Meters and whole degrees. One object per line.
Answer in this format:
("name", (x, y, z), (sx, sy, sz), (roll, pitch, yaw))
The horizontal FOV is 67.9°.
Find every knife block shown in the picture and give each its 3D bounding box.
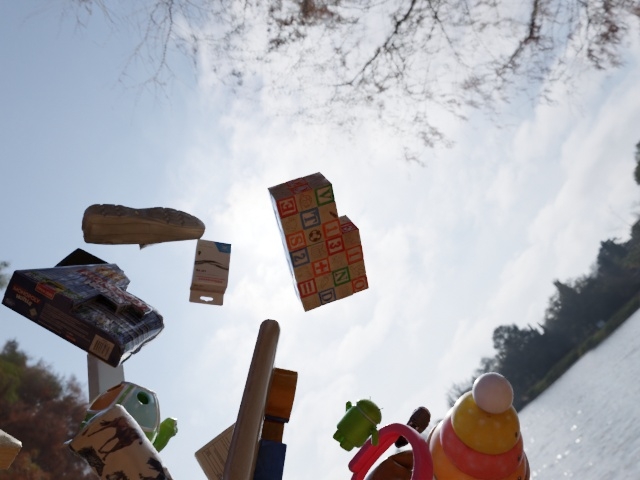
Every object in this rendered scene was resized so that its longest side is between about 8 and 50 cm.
("knife block", (-1.093, 0.627, 1.421), (0.088, 0.275, 0.242), (-57, 2, 1))

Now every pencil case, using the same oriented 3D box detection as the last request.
("pencil case", (-0.533, 0.672, 1.344), (0.183, 0.410, 0.160), (-35, 1, 11))

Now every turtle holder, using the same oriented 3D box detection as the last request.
("turtle holder", (-0.658, 0.641, 1.678), (0.243, 0.320, 0.228), (130, 162, -57))

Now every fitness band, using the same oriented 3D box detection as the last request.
("fitness band", (0.148, 0.564, 1.113), (0.054, 0.209, 0.291), (29, -73, -22))

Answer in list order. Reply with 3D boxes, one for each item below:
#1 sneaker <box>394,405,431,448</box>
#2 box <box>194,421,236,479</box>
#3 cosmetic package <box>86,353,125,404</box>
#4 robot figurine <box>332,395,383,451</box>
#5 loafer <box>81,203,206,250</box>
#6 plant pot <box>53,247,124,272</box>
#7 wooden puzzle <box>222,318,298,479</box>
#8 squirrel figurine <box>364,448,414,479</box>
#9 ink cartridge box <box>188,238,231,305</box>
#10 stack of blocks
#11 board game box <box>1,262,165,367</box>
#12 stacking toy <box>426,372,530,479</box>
("sneaker", (0.275, 0.568, 1.425), (0.158, 0.061, 0.065), (-60, -22, 16))
("box", (-0.265, 0.670, 1.514), (0.232, 0.149, 0.127), (-30, -16, -27))
("cosmetic package", (-0.850, 0.534, 1.885), (0.085, 0.231, 0.117), (-44, -44, 20))
("robot figurine", (0.079, 0.375, 0.975), (0.115, 0.101, 0.067), (-48, -49, -8))
("loafer", (-0.480, -0.029, 1.308), (0.319, 0.112, 0.112), (5, -59, -26))
("plant pot", (-0.600, 0.129, 1.210), (0.167, 0.188, 0.187), (-64, 14, -23))
("wooden puzzle", (-0.099, 0.364, 0.815), (0.080, 0.322, 0.348), (9, -54, 0))
("squirrel figurine", (0.229, 0.820, 1.287), (0.396, 0.370, 0.281), (16, -74, -43))
("ink cartridge box", (-0.318, 0.092, 1.379), (0.104, 0.180, 0.060), (9, -32, -17))
("stack of blocks", (0.000, 0.000, 1.100), (0.171, 0.087, 0.297), (-19, -61, -11))
("board game box", (-0.348, 0.100, 0.762), (0.060, 0.194, 0.194), (-62, -2, 10))
("stacking toy", (0.524, 0.606, 1.525), (0.350, 0.350, 0.480), (-26, -48, -25))
